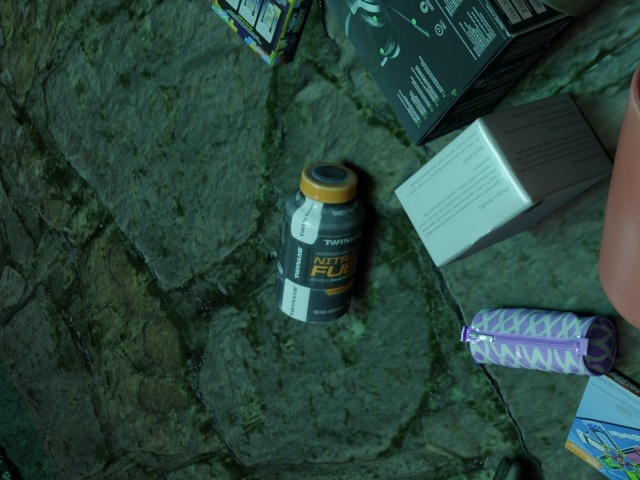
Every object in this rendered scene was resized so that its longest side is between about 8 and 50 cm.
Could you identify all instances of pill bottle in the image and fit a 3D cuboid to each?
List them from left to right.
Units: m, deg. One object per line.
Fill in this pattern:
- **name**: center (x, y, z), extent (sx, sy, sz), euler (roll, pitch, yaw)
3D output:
- **pill bottle**: center (0.000, 0.000, 1.501), extent (0.130, 0.130, 0.245), euler (34, 131, 35)

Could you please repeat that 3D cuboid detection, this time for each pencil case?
- **pencil case**: center (0.291, 0.132, 1.258), extent (0.206, 0.088, 0.086), euler (-2, 75, 47)

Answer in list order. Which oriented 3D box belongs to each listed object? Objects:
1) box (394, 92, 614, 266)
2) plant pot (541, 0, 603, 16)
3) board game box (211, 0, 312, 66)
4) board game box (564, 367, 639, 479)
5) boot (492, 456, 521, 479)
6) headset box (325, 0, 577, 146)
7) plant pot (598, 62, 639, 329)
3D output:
- **box**: center (0.226, -0.074, 1.162), extent (0.181, 0.182, 0.119), euler (-41, 73, 50)
- **plant pot**: center (0.264, -0.427, 0.893), extent (0.280, 0.323, 0.323), euler (-39, 76, 33)
- **board game box**: center (-0.094, -0.385, 1.497), extent (0.170, 0.048, 0.141), euler (48, 135, 24)
- **board game box**: center (0.451, 0.287, 1.193), extent (0.281, 0.027, 0.145), euler (34, 129, 35)
- **boot**: center (0.317, 0.449, 1.375), extent (0.161, 0.083, 0.246), euler (8, 89, 11)
- **headset box**: center (0.149, -0.287, 1.153), extent (0.246, 0.131, 0.283), euler (59, 153, 11)
- **plant pot**: center (0.406, -0.032, 0.929), extent (0.275, 0.275, 0.243), euler (42, 146, 29)
